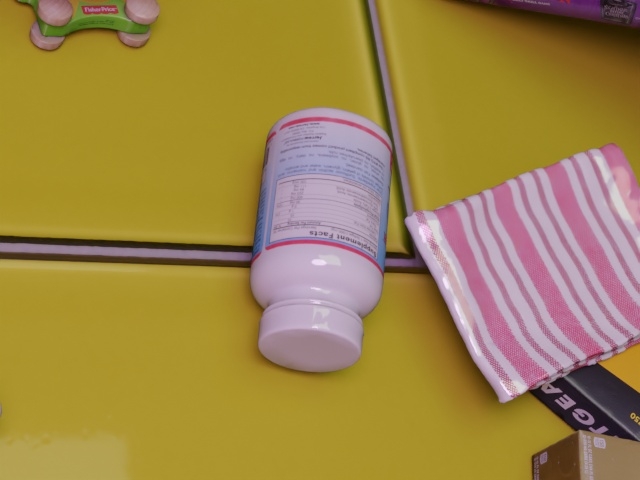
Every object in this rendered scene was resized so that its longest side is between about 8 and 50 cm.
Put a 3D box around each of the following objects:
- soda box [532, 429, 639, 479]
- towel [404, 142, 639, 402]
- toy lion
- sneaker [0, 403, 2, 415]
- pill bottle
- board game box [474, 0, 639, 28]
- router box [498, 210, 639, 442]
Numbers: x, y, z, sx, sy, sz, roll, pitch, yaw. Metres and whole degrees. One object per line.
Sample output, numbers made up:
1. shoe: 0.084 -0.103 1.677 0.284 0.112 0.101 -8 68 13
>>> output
1. soda box: 0.177 0.219 0.864 0.058 0.061 0.181 13 60 -20
2. towel: 0.166 0.015 0.928 0.197 0.029 0.144 -19 72 -30
3. toy lion: -0.170 -0.179 0.927 0.100 0.034 0.096 -6 60 -28
4. sneaker: -0.310 0.052 0.702 0.292 0.108 0.169 40 53 -14
5. pill bottle: 0.000 0.000 0.878 0.087 0.087 0.160 16 60 -17
6. board game box: 0.272 -0.253 1.042 0.347 0.056 0.208 13 66 18
7. router box: 0.213 0.078 0.963 0.179 0.046 0.133 40 56 -1
